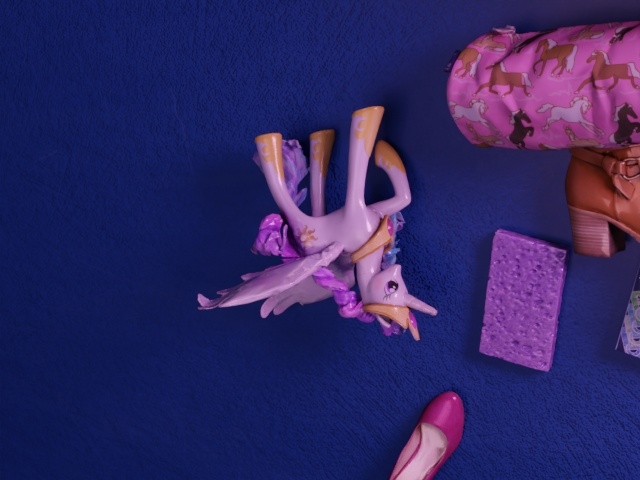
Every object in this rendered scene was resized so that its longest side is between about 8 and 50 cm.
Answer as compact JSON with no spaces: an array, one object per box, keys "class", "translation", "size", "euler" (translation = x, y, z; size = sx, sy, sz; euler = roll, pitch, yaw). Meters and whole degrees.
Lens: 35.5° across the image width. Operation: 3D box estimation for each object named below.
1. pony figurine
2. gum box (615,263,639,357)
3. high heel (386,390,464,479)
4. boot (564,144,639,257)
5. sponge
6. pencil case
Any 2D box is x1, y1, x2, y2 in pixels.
[{"class":"pony figurine","translation":[0.000,0.000,1.615],"size":[0.351,0.303,0.364],"euler":[-11,85,24]},{"class":"gum box","translation":[0.538,0.115,1.443],"size":[0.184,0.041,0.157],"euler":[20,116,25]},{"class":"high heel","translation":[0.167,0.368,1.701],"size":[0.082,0.117,0.244],"euler":[36,121,16]},{"class":"boot","translation":[0.479,-0.086,1.388],"size":[0.283,0.109,0.220],"euler":[5,105,37]},{"class":"sponge","translation":[0.319,0.094,1.572],"size":[0.117,0.031,0.210],"euler":[14,112,26]},{"class":"pencil case","translation":[0.348,-0.208,1.314],"size":[0.386,0.160,0.167],"euler":[6,130,49]}]
